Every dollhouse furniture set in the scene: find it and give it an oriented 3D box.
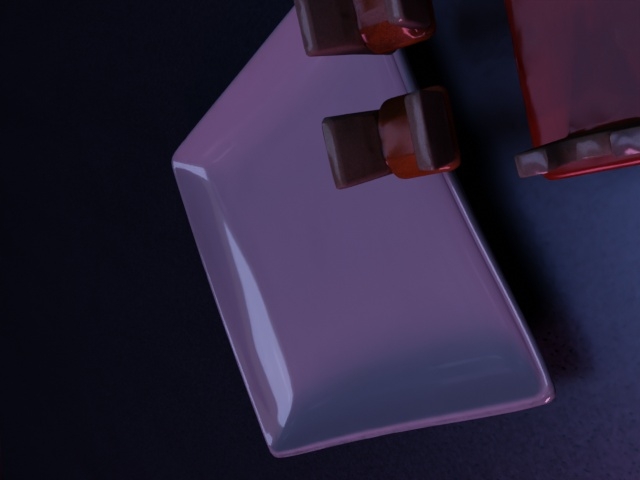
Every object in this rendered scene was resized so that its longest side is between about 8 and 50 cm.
[{"bbox_3d":[0.125,-0.162,0.304,0.262,0.135,0.259,-8,99,37],"label":"dollhouse furniture set"}]

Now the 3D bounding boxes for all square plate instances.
[{"bbox_3d":[0.000,0.000,0.541,0.344,0.049,0.347,-33,74,48],"label":"square plate"}]
